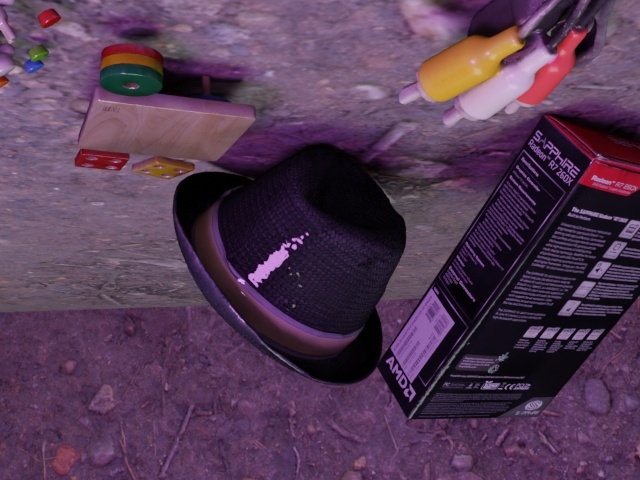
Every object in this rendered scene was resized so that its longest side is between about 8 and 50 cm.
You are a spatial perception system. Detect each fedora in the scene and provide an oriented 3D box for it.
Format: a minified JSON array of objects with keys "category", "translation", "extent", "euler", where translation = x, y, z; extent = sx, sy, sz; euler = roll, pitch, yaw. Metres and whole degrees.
[{"category":"fedora","translation":[0.000,0.000,0.912],"extent":[0.152,0.334,0.334],"euler":[-41,150,22]}]

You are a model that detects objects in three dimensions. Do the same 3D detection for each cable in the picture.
[{"category":"cable","translation":[0.170,-0.144,0.521],"extent":[0.139,0.072,0.287],"euler":[-2,170,-23]}]

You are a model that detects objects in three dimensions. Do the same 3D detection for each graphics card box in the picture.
[{"category":"graphics card box","translation":[0.251,0.049,0.928],"extent":[0.232,0.094,0.371],"euler":[6,125,-35]}]

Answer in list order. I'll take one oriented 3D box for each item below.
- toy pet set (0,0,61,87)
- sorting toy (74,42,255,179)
[{"category":"toy pet set","translation":[-0.257,-0.146,0.584],"extent":[0.114,0.065,0.122],"euler":[-34,-172,-26]},{"category":"sorting toy","translation":[-0.142,-0.112,0.730],"extent":[0.132,0.046,0.274],"euler":[4,168,-21]}]
